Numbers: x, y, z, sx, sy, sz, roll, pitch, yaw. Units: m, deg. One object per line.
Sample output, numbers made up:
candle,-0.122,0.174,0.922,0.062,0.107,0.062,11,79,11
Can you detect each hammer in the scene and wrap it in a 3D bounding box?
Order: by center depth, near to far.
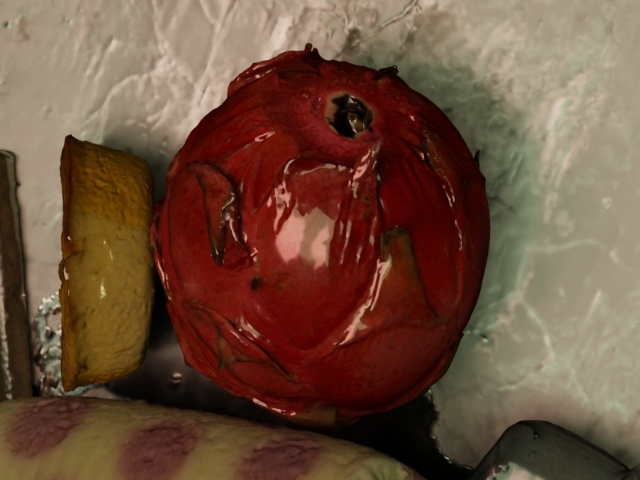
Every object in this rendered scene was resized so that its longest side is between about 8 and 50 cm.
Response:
hammer,-0.228,0.079,1.448,0.125,0.027,0.297,-3,96,8

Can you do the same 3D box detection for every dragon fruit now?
dragon fruit,0.000,0.001,1.284,0.241,0.241,0.252,25,113,9

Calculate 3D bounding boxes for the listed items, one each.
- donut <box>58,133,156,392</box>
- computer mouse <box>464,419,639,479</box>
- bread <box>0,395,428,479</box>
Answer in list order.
donut,-0.149,0.017,1.356,0.065,0.162,0.178,0,63,-9
computer mouse,0.107,0.283,1.350,0.188,0.122,0.371,44,100,13
bread,-0.071,0.196,1.291,0.338,0.187,0.155,4,67,37
